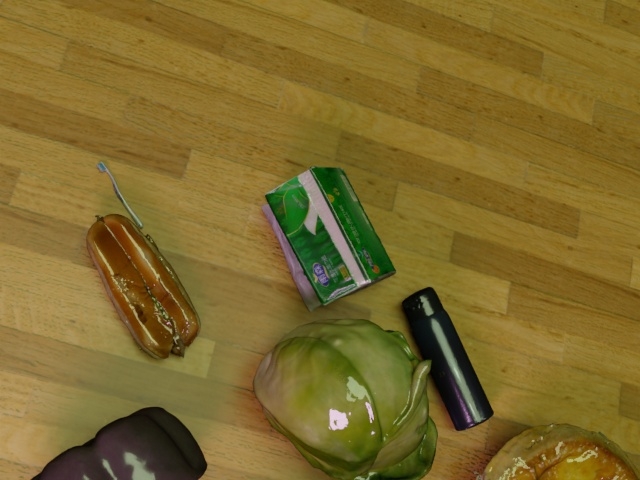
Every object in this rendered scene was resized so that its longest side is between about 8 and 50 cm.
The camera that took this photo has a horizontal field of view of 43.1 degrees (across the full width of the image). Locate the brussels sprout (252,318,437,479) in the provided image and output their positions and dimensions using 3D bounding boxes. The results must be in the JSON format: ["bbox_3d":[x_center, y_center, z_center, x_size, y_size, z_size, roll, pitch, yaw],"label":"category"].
[{"bbox_3d":[0.050,0.243,1.229,0.294,0.259,0.227,29,52,17],"label":"brussels sprout"}]

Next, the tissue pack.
[{"bbox_3d":[-0.001,0.001,1.348,0.156,0.148,0.209,-29,84,19],"label":"tissue pack"}]

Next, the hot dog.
[{"bbox_3d":[-0.283,0.069,1.279,0.109,0.072,0.269,-30,86,-23],"label":"hot dog"}]

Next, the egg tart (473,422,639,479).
[{"bbox_3d":[0.387,0.462,1.330,0.341,0.132,0.341,5,73,-16],"label":"egg tart"}]

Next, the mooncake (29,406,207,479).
[{"bbox_3d":[-0.286,0.333,1.121,0.245,0.245,0.133,-31,82,-21],"label":"mooncake"}]

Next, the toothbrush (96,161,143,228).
[{"bbox_3d":[-0.330,-0.075,1.337,0.013,0.011,0.131,-32,85,-34],"label":"toothbrush"}]

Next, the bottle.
[{"bbox_3d":[0.215,0.199,1.387,0.082,0.072,0.244,-13,77,-57],"label":"bottle"}]
